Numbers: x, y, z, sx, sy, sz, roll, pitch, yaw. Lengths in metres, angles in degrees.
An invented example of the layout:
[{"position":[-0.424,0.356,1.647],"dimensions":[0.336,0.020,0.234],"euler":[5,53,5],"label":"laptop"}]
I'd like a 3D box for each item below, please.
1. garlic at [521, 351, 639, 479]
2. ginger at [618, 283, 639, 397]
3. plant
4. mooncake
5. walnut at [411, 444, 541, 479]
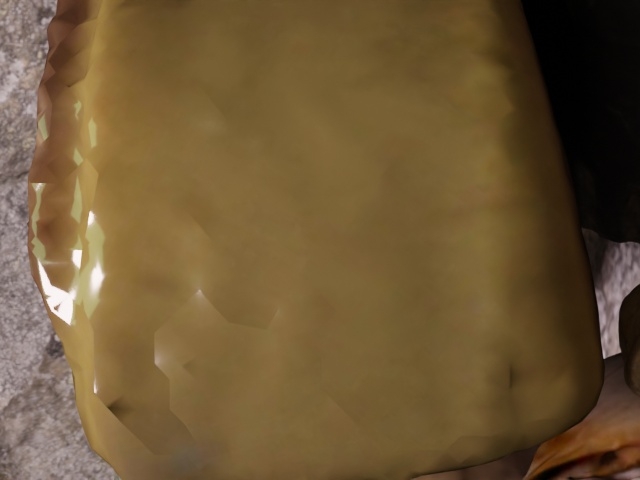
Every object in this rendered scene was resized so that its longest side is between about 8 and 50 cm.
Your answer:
[{"position":[0.174,0.158,0.747],"dimensions":[0.160,0.191,0.214],"euler":[9,87,48],"label":"garlic"},{"position":[0.215,0.021,0.678],"dimensions":[0.213,0.074,0.137],"euler":[-25,22,54],"label":"ginger"},{"position":[0.165,-0.127,0.798],"dimensions":[0.164,0.142,0.256],"euler":[-119,22,-59],"label":"plant"},{"position":[0.000,0.000,0.866],"dimensions":[0.394,0.246,0.393],"euler":[79,-174,-48],"label":"mooncake"},{"position":[0.067,0.222,0.970],"dimensions":[0.248,0.248,0.248],"euler":[180,90,-73],"label":"walnut"}]
